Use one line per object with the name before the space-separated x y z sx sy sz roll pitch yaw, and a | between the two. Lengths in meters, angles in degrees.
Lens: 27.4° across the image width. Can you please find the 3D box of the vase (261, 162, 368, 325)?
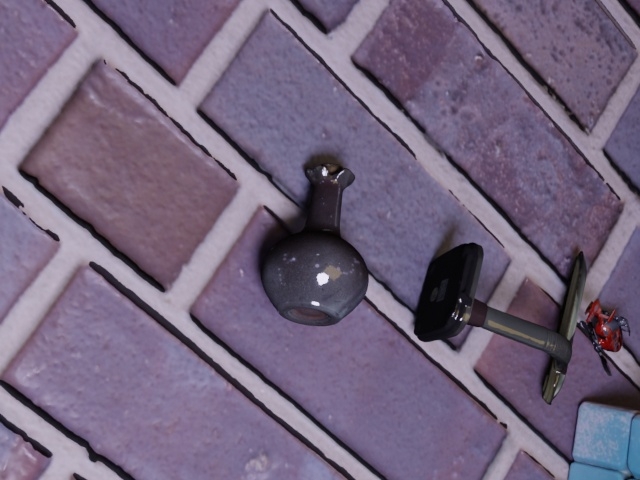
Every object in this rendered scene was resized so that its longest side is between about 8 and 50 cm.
vase | 0.000 0.000 1.470 0.120 0.120 0.183 22 65 -32

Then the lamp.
lamp | 0.251 0.068 1.629 0.283 0.124 0.203 26 67 -34

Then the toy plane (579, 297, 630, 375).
toy plane | 0.374 0.118 1.735 0.060 0.037 0.145 -55 144 -19

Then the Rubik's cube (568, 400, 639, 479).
Rubik's cube | 0.527 0.393 1.696 0.318 0.316 0.322 12 85 -33
